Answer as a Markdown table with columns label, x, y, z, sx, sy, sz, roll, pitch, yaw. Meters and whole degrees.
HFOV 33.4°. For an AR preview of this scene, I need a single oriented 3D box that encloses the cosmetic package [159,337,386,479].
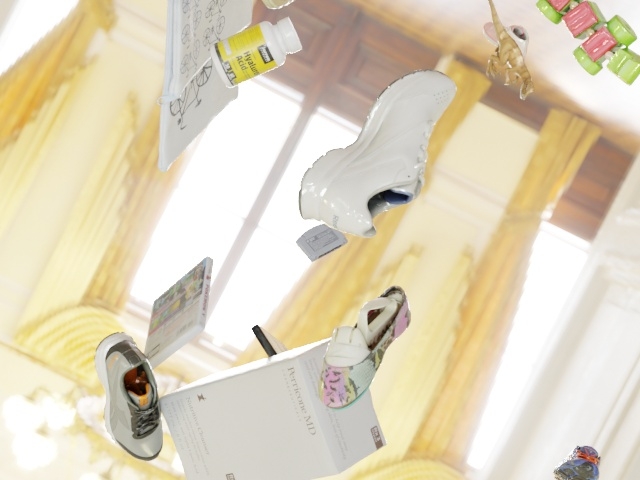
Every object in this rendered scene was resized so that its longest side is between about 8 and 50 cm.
| label | x | y | z | sx | sy | sz | roll | pitch | yaw |
| --- | --- | --- | --- | --- | --- | --- | --- | --- | --- |
| cosmetic package | -0.092 | 0.323 | 1.912 | 0.385 | 0.217 | 0.156 | -24 | 176 | 42 |

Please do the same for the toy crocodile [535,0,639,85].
| label | x | y | z | sx | sy | sz | roll | pitch | yaw |
| --- | --- | --- | --- | --- | --- | --- | --- | --- | --- |
| toy crocodile | 0.507 | -0.434 | 2.067 | 0.341 | 0.115 | 0.105 | 57 | -152 | 14 |

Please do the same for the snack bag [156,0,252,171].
| label | x | y | z | sx | sy | sz | roll | pitch | yaw |
| --- | --- | --- | --- | --- | --- | --- | --- | --- | --- |
| snack bag | -0.186 | -0.313 | 1.791 | 0.037 | 0.343 | 0.323 | 19 | -143 | 10 |

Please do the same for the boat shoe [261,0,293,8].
| label | x | y | z | sx | sy | sz | roll | pitch | yaw |
| --- | --- | --- | --- | --- | --- | --- | --- | --- | --- |
| boat shoe | -0.035 | -0.409 | 1.258 | 0.098 | 0.302 | 0.109 | 6 | -138 | 9 |

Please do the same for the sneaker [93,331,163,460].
| label | x | y | z | sx | sy | sz | roll | pitch | yaw |
| --- | --- | --- | --- | --- | --- | --- | --- | --- | --- |
| sneaker | -0.338 | 0.300 | 1.938 | 0.108 | 0.100 | 0.272 | 28 | 137 | 46 |

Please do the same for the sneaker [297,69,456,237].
| label | x | y | z | sx | sy | sz | roll | pitch | yaw |
| --- | --- | --- | --- | --- | --- | --- | --- | --- | --- |
| sneaker | 0.101 | -0.113 | 1.463 | 0.129 | 0.297 | 0.111 | 31 | 159 | 27 |

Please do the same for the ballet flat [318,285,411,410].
| label | x | y | z | sx | sy | sz | roll | pitch | yaw |
| --- | --- | --- | --- | --- | --- | --- | --- | --- | --- |
| ballet flat | 0.056 | 0.132 | 1.425 | 0.076 | 0.079 | 0.221 | 9 | -145 | 30 |

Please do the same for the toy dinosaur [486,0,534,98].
| label | x | y | z | sx | sy | sz | roll | pitch | yaw |
| --- | --- | --- | --- | --- | --- | --- | --- | --- | --- |
| toy dinosaur | 0.352 | -0.366 | 2.016 | 0.212 | 0.064 | 0.112 | 64 | 158 | 5 |

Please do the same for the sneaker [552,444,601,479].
| label | x | y | z | sx | sy | sz | roll | pitch | yaw |
| --- | --- | --- | --- | --- | --- | --- | --- | --- | --- |
| sneaker | 0.494 | 0.427 | 2.029 | 0.083 | 0.087 | 0.221 | 30 | 172 | 11 |

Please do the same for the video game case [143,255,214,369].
| label | x | y | z | sx | sy | sz | roll | pitch | yaw |
| --- | --- | --- | --- | --- | --- | --- | --- | --- | --- |
| video game case | -0.288 | 0.150 | 2.151 | 0.023 | 0.201 | 0.184 | 30 | -139 | -27 |

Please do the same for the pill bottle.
| label | x | y | z | sx | sy | sz | roll | pitch | yaw |
| --- | --- | --- | --- | --- | --- | --- | --- | --- | --- |
| pill bottle | -0.087 | -0.260 | 1.458 | 0.065 | 0.116 | 0.065 | -24 | -90 | -83 |

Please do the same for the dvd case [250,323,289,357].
| label | x | y | z | sx | sy | sz | roll | pitch | yaw |
| --- | --- | --- | --- | --- | --- | --- | --- | --- | --- |
| dvd case | -0.069 | 0.282 | 2.338 | 0.180 | 0.022 | 0.253 | 56 | -179 | 19 |

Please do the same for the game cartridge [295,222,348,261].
| label | x | y | z | sx | sy | sz | roll | pitch | yaw |
| --- | --- | --- | --- | --- | --- | --- | --- | --- | --- |
| game cartridge | 0.000 | 0.000 | 1.849 | 0.056 | 0.083 | 0.017 | 52 | 148 | 19 |

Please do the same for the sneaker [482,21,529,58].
| label | x | y | z | sx | sy | sz | roll | pitch | yaw |
| --- | --- | --- | --- | --- | --- | --- | --- | --- | --- |
| sneaker | 0.385 | -0.426 | 2.190 | 0.050 | 0.070 | 0.134 | -12 | -131 | -23 |
